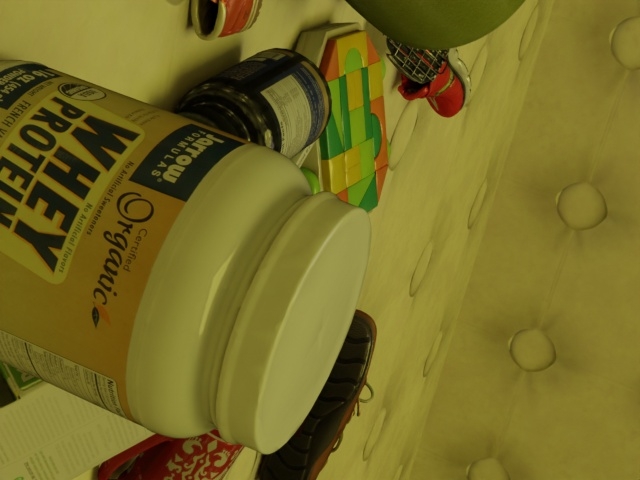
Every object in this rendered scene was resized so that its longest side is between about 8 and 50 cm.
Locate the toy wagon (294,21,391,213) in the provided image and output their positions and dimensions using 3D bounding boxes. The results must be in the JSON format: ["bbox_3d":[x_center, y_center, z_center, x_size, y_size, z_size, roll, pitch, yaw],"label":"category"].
[{"bbox_3d":[0.027,-0.117,1.612,0.267,0.068,0.344,-33,121,-60],"label":"toy wagon"}]

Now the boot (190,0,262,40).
[{"bbox_3d":[-0.089,-0.276,1.200,0.084,0.059,0.158,-38,147,-53],"label":"boot"}]

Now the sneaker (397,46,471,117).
[{"bbox_3d":[0.180,-0.284,2.052,0.118,0.107,0.279,-56,153,-13],"label":"sneaker"}]

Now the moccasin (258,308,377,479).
[{"bbox_3d":[0.009,0.286,2.101,0.147,0.139,0.380,-36,145,-64],"label":"moccasin"}]

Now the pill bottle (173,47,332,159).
[{"bbox_3d":[-0.083,-0.125,1.283,0.219,0.123,0.123,-41,149,-56],"label":"pill bottle"}]

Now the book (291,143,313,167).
[{"bbox_3d":[-0.074,-0.094,1.407,0.035,0.096,0.144,83,31,-59],"label":"book"}]

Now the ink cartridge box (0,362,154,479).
[{"bbox_3d":[-0.274,0.151,1.086,0.255,0.097,0.189,-27,149,-17],"label":"ink cartridge box"}]

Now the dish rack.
[{"bbox_3d":[0.174,-0.386,1.841,0.208,0.074,0.271,28,88,-57],"label":"dish rack"}]

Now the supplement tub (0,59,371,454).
[{"bbox_3d":[-0.142,0.012,0.902,0.228,0.316,0.228,21,90,-75],"label":"supplement tub"}]

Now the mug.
[{"bbox_3d":[-0.172,0.271,1.435,0.169,0.113,0.150,-53,161,26],"label":"mug"}]

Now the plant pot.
[{"bbox_3d":[0.076,-0.377,1.319,0.293,0.275,0.275,8,103,-57],"label":"plant pot"}]
